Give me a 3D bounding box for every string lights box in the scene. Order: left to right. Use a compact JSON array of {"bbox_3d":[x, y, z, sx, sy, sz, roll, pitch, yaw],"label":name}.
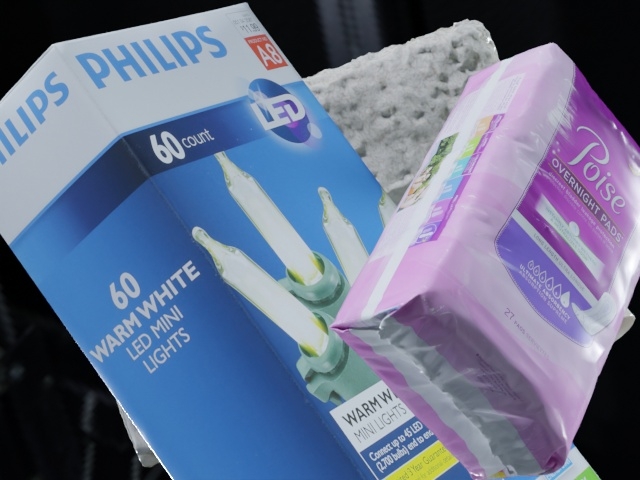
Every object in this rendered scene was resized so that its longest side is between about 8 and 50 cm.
[{"bbox_3d":[-0.011,0.039,0.691,0.077,0.133,0.260,-41,-99,32],"label":"string lights box"}]

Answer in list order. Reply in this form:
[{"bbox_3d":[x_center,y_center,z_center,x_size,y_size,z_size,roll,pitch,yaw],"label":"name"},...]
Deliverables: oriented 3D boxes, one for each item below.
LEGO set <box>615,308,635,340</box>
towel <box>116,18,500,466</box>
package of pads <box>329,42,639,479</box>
[{"bbox_3d":[0.211,0.020,0.867,0.087,0.227,0.093,53,-1,26],"label":"LEGO set"},{"bbox_3d":[0.000,0.000,1.009,0.049,0.282,0.187,161,-92,-77],"label":"towel"},{"bbox_3d":[0.040,0.004,0.372,0.032,0.083,0.050,-20,-61,44],"label":"package of pads"}]
